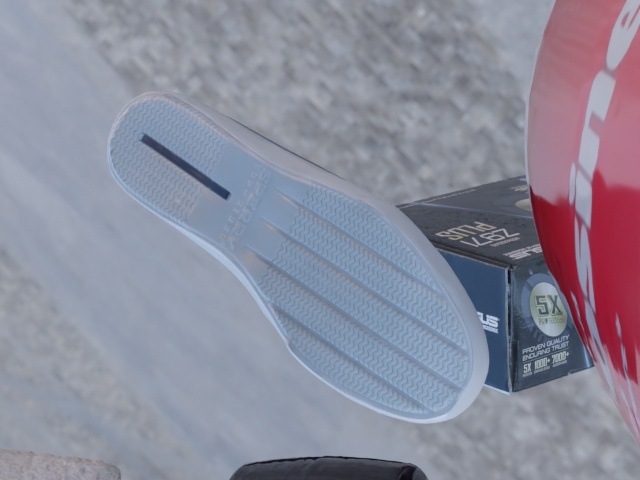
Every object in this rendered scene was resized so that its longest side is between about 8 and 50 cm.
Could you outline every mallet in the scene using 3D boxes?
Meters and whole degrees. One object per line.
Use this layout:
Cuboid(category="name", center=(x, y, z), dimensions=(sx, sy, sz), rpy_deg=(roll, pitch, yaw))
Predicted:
Cuboid(category="mallet", center=(-0.041, 0.079, 0.478), dimensions=(0.062, 0.039, 0.190), rpy_deg=(-5, 172, 36))

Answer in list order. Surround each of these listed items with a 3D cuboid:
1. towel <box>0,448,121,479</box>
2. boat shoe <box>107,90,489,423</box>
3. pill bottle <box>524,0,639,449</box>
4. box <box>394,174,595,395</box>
Cuboid(category="towel", center=(-0.305, 0.243, 1.382), dimensions=(0.282, 0.187, 0.049), rpy_deg=(6, 152, 2))
Cuboid(category="boat shoe", center=(0.000, 0.000, 0.833), dimensions=(0.226, 0.083, 0.076), rpy_deg=(42, -164, 24))
Cuboid(category="pill bottle", center=(0.175, -0.016, 0.469), dimensions=(0.229, 0.229, 0.407), rpy_deg=(46, -172, -7))
Cuboid(category="box", center=(0.129, 0.019, 1.062), dimensions=(0.147, 0.180, 0.077), rpy_deg=(19, 116, 51))
